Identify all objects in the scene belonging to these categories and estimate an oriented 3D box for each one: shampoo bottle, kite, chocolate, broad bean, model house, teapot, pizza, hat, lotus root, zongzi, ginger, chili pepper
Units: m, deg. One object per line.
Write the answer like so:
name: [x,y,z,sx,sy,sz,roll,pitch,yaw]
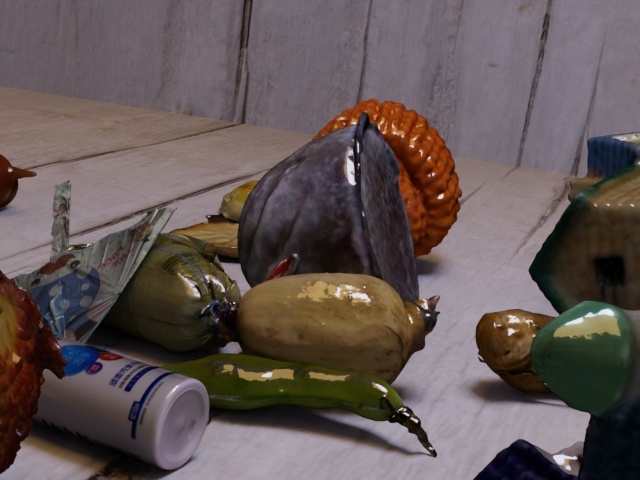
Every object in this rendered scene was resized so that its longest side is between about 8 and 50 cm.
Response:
shampoo bottle: [-0.259,0.142,1.099,0.303,0.092,0.092,14,15,27]
kite: [-0.326,0.036,1.356,0.335,0.011,0.314,-22,46,6]
chocolate: [0.000,0.000,1.471,0.213,0.303,0.303,-12,9,14]
broad bean: [-0.031,0.159,1.176,0.325,0.067,0.075,5,49,15]
model house: [0.486,0.027,1.541,0.343,0.334,0.382,3,14,36]
teapot: [-0.595,-0.100,1.963,0.173,0.116,0.116,-18,8,15]
pizza: [-0.091,-0.068,2.092,0.188,0.080,0.204,3,15,-11]
model house: [0.218,0.172,0.753,0.284,0.298,0.243,-1,15,-27]
hat: [0.057,-0.047,1.792,0.285,0.285,0.400,12,30,22]
lotus root: [0.010,0.109,1.270,0.257,0.140,0.154,4,-19,-1]
zongzi: [-0.161,0.053,1.433,0.251,0.125,0.274,15,18,34]
ginger: [0.337,0.148,1.337,0.310,0.107,0.133,11,-1,2]
chili pepper: [-0.063,0.077,1.338,0.041,0.153,0.050,18,19,-1]

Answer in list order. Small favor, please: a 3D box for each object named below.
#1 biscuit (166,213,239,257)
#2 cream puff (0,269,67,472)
biscuit: [-0.142,0.000,1.875,0.260,0.041,0.203,-1,18,-27]
cream puff: [-0.365,0.124,0.832,0.351,0.228,0.350,-8,-6,-1]
